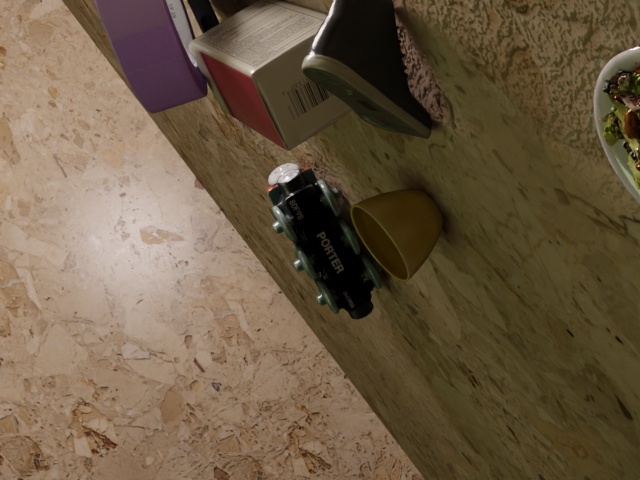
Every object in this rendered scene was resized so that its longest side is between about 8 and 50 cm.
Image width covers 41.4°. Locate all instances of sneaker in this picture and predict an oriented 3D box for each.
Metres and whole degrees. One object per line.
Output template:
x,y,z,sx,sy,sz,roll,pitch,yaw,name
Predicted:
0.080,-0.205,0.994,0.083,0.118,0.222,16,173,40,sneaker

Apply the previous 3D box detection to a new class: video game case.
-0.201,-0.398,1.370,0.248,0.035,0.274,67,179,-55,video game case

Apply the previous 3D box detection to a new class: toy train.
0.000,0.000,1.654,0.334,0.142,0.190,60,176,-22,toy train

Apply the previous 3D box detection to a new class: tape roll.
-0.257,-0.335,1.271,0.275,0.090,0.274,-17,-90,-88,tape roll

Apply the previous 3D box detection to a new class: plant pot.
0.121,-0.022,1.231,0.134,0.095,0.134,50,167,16,plant pot

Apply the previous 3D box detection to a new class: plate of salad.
0.284,-0.060,0.665,0.200,0.048,0.200,51,167,16,plate of salad

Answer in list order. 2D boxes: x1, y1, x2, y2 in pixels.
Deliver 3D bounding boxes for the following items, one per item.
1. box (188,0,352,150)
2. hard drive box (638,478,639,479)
-0.062,-0.243,1.205,0.232,0.149,0.126,38,158,54,box
0.375,0.390,1.064,0.089,0.232,0.181,47,166,27,hard drive box
